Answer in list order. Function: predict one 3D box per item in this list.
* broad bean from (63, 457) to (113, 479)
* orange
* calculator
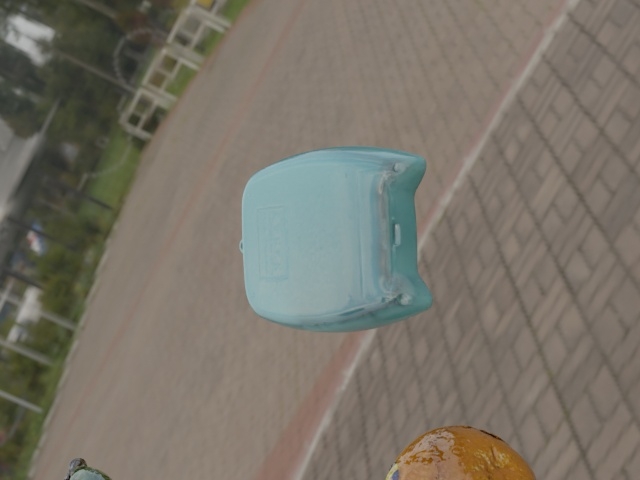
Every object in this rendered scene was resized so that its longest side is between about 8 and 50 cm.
[{"bbox_3d":[-0.161,0.259,1.011,0.297,0.043,0.060,43,135,48],"label":"broad bean"},{"bbox_3d":[0.189,0.356,1.590,0.219,0.219,0.193,-84,4,-59],"label":"orange"},{"bbox_3d":[0.000,0.000,1.660,0.386,0.054,0.256,-5,87,52],"label":"calculator"}]
